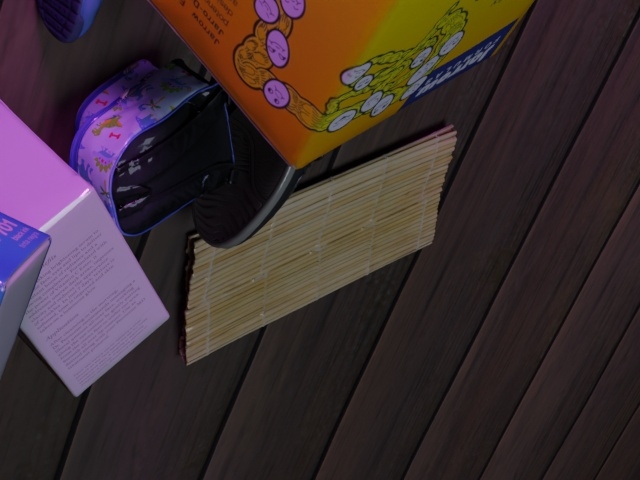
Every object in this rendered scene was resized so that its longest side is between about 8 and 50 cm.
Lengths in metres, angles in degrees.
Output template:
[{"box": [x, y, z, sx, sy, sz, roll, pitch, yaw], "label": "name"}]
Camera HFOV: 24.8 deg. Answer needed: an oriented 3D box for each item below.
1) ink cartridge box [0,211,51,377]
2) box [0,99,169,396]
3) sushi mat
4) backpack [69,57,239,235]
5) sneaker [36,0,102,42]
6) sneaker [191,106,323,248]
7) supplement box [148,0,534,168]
[{"box": [-0.273, 0.026, 0.846, 0.139, 0.191, 0.082, -64, 178, 25], "label": "ink cartridge box"}, {"box": [-0.196, 0.004, 0.986, 0.091, 0.130, 0.170, -41, 148, -13], "label": "box"}, {"box": [0.000, 0.000, 1.338, 0.317, 0.019, 0.151, -25, 143, -34], "label": "sushi mat"}, {"box": [-0.127, -0.065, 1.038, 0.114, 0.084, 0.105, -40, 145, -32], "label": "backpack"}, {"box": [-0.139, -0.189, 0.919, 0.059, 0.053, 0.144, -15, 137, -46], "label": "sneaker"}, {"box": [-0.010, -0.084, 1.170, 0.118, 0.083, 0.222, 10, 115, -56], "label": "sneaker"}, {"box": [0.050, -0.236, 0.779, 0.194, 0.195, 0.356, -32, 167, -34], "label": "supplement box"}]
